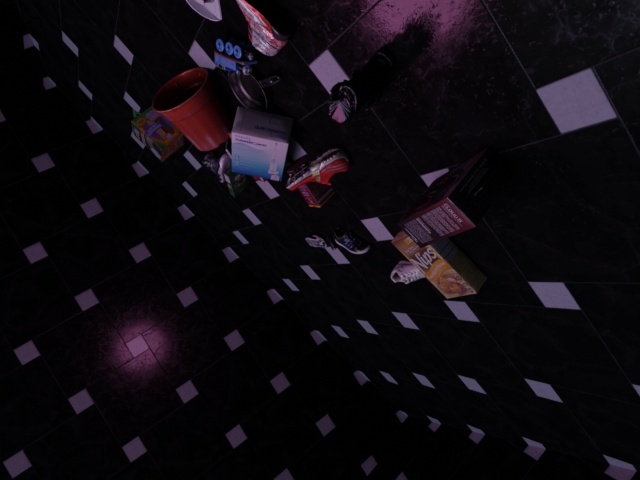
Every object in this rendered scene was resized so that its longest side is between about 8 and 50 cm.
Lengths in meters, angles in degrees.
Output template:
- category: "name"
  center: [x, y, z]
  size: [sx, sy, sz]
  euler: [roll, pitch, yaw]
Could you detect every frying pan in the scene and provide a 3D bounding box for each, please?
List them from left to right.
- category: "frying pan"
  center: [-0.246, -0.586, 1.633]
  size: [0.197, 0.053, 0.326]
  euler: [45, 155, -6]

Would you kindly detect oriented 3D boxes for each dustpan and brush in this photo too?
- category: "dustpan and brush"
  center: [-0.435, -0.831, 1.493]
  size: [0.211, 0.060, 0.147]
  euler: [36, 156, 15]

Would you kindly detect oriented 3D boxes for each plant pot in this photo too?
- category: "plant pot"
  center: [-0.523, -0.546, 1.916]
  size: [0.272, 0.272, 0.265]
  euler: [23, 159, 39]

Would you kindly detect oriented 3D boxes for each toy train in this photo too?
- category: "toy train"
  center: [-0.296, -0.639, 1.555]
  size: [0.184, 0.080, 0.105]
  euler: [32, 132, 31]

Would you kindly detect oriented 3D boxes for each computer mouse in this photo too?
- category: "computer mouse"
  center: [0.000, 0.000, 2.283]
  size: [0.193, 0.042, 0.106]
  euler: [8, 144, 45]

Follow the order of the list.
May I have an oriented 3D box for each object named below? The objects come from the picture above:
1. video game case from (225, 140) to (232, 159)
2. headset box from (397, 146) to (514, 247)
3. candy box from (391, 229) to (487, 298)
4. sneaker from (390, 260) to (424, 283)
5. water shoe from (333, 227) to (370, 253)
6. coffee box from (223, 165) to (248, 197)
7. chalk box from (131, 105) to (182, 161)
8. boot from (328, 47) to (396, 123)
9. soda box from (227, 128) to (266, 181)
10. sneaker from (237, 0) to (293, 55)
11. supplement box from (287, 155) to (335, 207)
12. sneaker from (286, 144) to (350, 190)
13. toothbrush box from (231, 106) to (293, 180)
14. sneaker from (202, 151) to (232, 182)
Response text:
- category: "video game case"
  center: [-0.431, -0.428, 2.170]
  size: [0.087, 0.011, 0.122]
  euler: [58, -171, -32]
- category: "headset box"
  center: [0.377, -0.116, 1.239]
  size: [0.110, 0.218, 0.293]
  euler: [44, 158, -5]
- category: "candy box"
  center: [0.432, 0.069, 1.643]
  size: [0.316, 0.087, 0.183]
  euler: [44, 157, -4]
- category: "sneaker"
  center: [0.382, 0.134, 1.833]
  size: [0.087, 0.092, 0.229]
  euler: [50, 155, -13]
- category: "water shoe"
  center: [0.134, 0.000, 2.023]
  size: [0.203, 0.073, 0.080]
  euler: [20, 146, 41]
- category: "coffee box"
  center: [-0.440, -0.320, 2.335]
  size: [0.040, 0.113, 0.184]
  euler: [33, 157, 18]
- category: "chalk box"
  center: [-0.932, -0.626, 2.509]
  size: [0.289, 0.179, 0.180]
  euler: [45, 158, -3]
- category: "boot"
  center: [0.090, -0.393, 1.229]
  size: [0.094, 0.207, 0.246]
  euler: [43, 158, -1]
- category: "soda box"
  center: [-0.301, -0.394, 2.002]
  size: [0.083, 0.092, 0.263]
  euler: [21, 149, 42]
- category: "sneaker"
  center: [-0.209, -0.686, 1.347]
  size: [0.270, 0.090, 0.145]
  euler: [45, 155, -12]
- category: "supplement box"
  center: [-0.037, -0.240, 1.834]
  size: [0.081, 0.104, 0.188]
  euler: [10, 141, 52]
- category: "sneaker"
  center: [-0.011, -0.243, 1.676]
  size: [0.279, 0.107, 0.118]
  euler: [-24, 126, 31]
- category: "toothbrush box"
  center: [-0.237, -0.375, 1.779]
  size: [0.216, 0.126, 0.295]
  euler: [10, 158, -6]
- category: "sneaker"
  center: [-0.548, -0.411, 2.356]
  size: [0.153, 0.101, 0.268]
  euler: [40, 160, 0]
